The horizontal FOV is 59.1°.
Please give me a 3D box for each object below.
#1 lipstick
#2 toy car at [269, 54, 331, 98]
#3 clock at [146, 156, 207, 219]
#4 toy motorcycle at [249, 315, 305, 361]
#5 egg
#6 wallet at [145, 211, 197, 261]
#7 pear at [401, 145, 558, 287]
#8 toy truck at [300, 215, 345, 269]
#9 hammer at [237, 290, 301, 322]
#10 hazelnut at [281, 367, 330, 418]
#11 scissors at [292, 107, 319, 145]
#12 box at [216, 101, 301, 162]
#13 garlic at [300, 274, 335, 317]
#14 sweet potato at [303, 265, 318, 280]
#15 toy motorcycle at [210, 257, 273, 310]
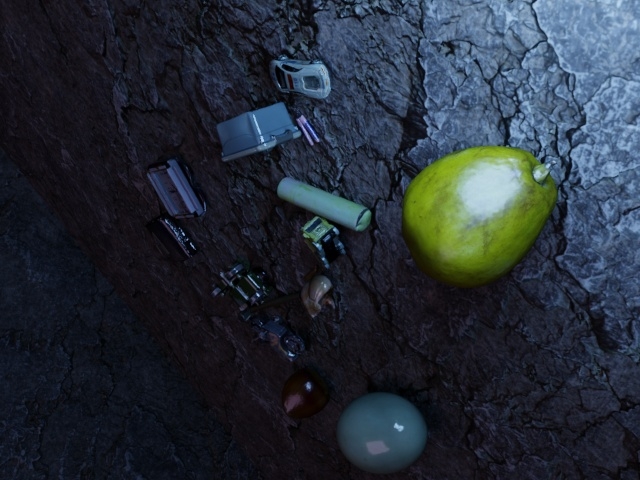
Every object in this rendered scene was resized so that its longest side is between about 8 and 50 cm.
[{"bbox_3d":[0.008,-0.106,1.644,0.304,0.076,0.076,23,138,30],"label":"lipstick"},{"bbox_3d":[-0.058,-0.415,1.442,0.205,0.056,0.095,19,137,34],"label":"toy car"},{"bbox_3d":[-0.540,-0.194,2.139,0.187,0.083,0.253,-1,122,48],"label":"clock"},{"bbox_3d":[-0.167,0.404,2.288,0.307,0.108,0.173,17,140,40],"label":"toy motorcycle"},{"bbox_3d":[0.211,0.673,1.984,0.276,0.276,0.389,54,142,-7],"label":"egg"},{"bbox_3d":[-0.652,-0.010,2.459,0.220,0.071,0.262,53,148,-15],"label":"wallet"},{"bbox_3d":[0.332,-0.061,1.185,0.287,0.287,0.375,50,129,-2],"label":"pear"},{"bbox_3d":[0.000,0.000,1.709,0.116,0.085,0.191,40,167,28],"label":"toy truck"},{"bbox_3d":[-0.188,0.241,2.175,0.366,0.111,0.043,-22,107,47],"label":"hammer"},{"bbox_3d":[-0.071,0.632,2.311,0.208,0.208,0.208,28,140,27],"label":"hazelnut"},{"bbox_3d":[-0.043,-0.315,1.555,0.039,0.012,0.113,-19,108,52],"label":"scissors"},{"bbox_3d":[-0.182,-0.300,1.598,0.227,0.162,0.129,-4,110,49],"label":"box"},{"bbox_3d":[-0.006,0.182,1.924,0.124,0.099,0.174,60,144,18],"label":"garlic"},{"bbox_3d":[-0.032,0.116,1.940,0.026,0.026,0.115,48,142,1],"label":"sweet potato"},{"bbox_3d":[-0.310,0.183,2.226,0.205,0.127,0.275,47,138,1],"label":"toy motorcycle"}]
